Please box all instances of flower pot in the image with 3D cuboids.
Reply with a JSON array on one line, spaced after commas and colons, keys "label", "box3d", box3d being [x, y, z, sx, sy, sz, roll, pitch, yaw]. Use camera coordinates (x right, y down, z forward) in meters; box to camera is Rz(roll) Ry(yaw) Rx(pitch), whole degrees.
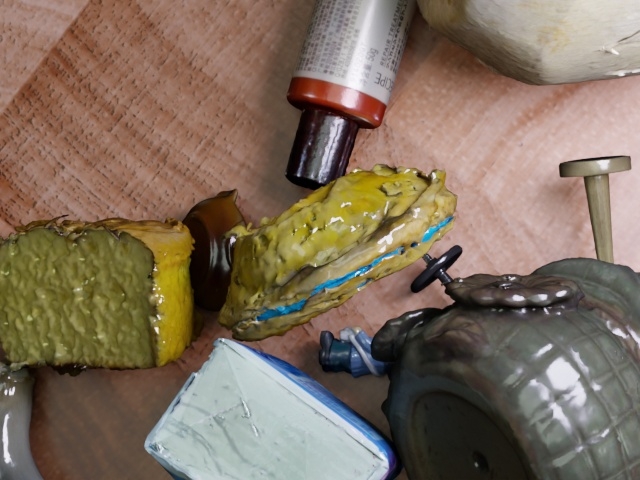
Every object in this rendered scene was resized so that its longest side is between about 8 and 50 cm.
[{"label": "flower pot", "box3d": [0.200, 0.155, 1.612, 0.213, 0.302, 0.302, -27, 79, -32]}]

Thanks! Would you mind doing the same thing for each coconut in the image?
[{"label": "coconut", "box3d": [0.273, -0.321, 1.662, 0.360, 0.346, 0.346, -7, 82, -14]}]

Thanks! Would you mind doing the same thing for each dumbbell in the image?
[{"label": "dumbbell", "box3d": [0.137, 0.050, 1.760, 0.069, 0.069, 0.147, -42, 80, 0]}]

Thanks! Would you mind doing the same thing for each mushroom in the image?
[{"label": "mushroom", "box3d": [-0.305, 0.256, 1.774, 0.096, 0.099, 0.278, -21, 78, -2]}]

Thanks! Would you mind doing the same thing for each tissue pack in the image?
[{"label": "tissue pack", "box3d": [-0.036, 0.206, 1.662, 0.198, 0.263, 0.146, 36, 89, 9]}]

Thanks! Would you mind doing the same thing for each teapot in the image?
[{"label": "teapot", "box3d": [-0.102, 0.010, 1.792, 0.098, 0.078, 0.129, -13, 77, 49]}]

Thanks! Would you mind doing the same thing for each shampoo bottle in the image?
[{"label": "shampoo bottle", "box3d": [0.029, -0.186, 1.782, 0.104, 0.104, 0.278, 16, 86, 8]}]

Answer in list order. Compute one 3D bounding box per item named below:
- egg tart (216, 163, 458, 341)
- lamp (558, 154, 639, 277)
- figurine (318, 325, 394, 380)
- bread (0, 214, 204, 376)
[{"label": "egg tart", "box3d": [0.000, 0.000, 1.665, 0.291, 0.291, 0.107, -30, 95, 2]}, {"label": "lamp", "box3d": [0.288, 0.024, 1.718, 0.121, 0.121, 0.214, -6, 93, 6]}, {"label": "figurine", "box3d": [0.067, 0.124, 1.757, 0.136, 0.077, 0.079, -8, 62, 8]}, {"label": "bread", "box3d": [-0.210, 0.050, 1.751, 0.261, 0.147, 0.160, -8, 90, 40]}]
